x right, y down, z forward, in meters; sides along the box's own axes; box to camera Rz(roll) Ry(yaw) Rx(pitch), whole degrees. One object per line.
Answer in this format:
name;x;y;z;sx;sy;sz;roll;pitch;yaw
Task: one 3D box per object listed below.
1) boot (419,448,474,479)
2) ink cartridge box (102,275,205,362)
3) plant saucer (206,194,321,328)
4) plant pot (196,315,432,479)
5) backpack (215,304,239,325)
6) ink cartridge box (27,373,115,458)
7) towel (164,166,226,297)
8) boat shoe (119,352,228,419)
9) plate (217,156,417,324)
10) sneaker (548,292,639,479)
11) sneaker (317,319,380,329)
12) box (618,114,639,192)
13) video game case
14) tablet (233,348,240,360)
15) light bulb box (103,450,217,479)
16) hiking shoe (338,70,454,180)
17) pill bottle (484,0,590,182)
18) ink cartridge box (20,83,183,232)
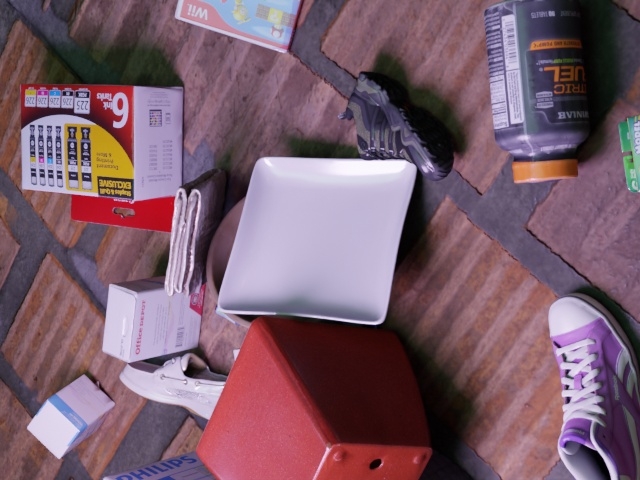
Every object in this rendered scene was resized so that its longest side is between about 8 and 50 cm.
boot;0.187;0.497;1.693;0.338;0.118;0.222;52;127;27
ink cartridge box;-0.293;0.133;1.982;0.072;0.175;0.127;17;104;35
plant saucer;-0.048;0.025;1.789;0.278;0.041;0.277;-9;59;16
plant pot;0.012;0.299;1.663;0.236;0.267;0.267;52;125;48
backpack;-0.117;0.091;1.881;0.084;0.114;0.105;32;112;10
ink cartridge box;-0.476;0.336;2.173;0.090;0.143;0.092;42;119;7
towel;-0.200;-0.016;1.856;0.049;0.282;0.187;10;102;3
boat shoe;-0.237;0.246;2.006;0.277;0.098;0.096;13;101;27
plate;0.000;0.000;1.734;0.278;0.045;0.277;3;65;22
sneaker;0.360;0.207;1.499;0.102;0.161;0.282;-30;75;37
sneaker;0.021;0.152;1.802;0.121;0.079;0.217;42;116;28
box;0.473;-0.123;1.454;0.179;0.043;0.105;-10;88;39
video game case;-0.110;-0.472;1.827;0.204;0.025;0.285;19;107;9
tablet;-0.128;0.232;1.971;0.054;0.006;0.083;-9;88;38
light bulb box;-0.108;0.500;1.760;0.361;0.358;0.225;18;104;36
hiking shoe;0.116;-0.154;1.709;0.227;0.086;0.114;54;130;32
pill bottle;0.297;-0.201;1.526;0.130;0.130;0.245;-4;93;38
ink cartridge box;-0.405;-0.153;2.070;0.309;0.130;0.271;6;99;37
